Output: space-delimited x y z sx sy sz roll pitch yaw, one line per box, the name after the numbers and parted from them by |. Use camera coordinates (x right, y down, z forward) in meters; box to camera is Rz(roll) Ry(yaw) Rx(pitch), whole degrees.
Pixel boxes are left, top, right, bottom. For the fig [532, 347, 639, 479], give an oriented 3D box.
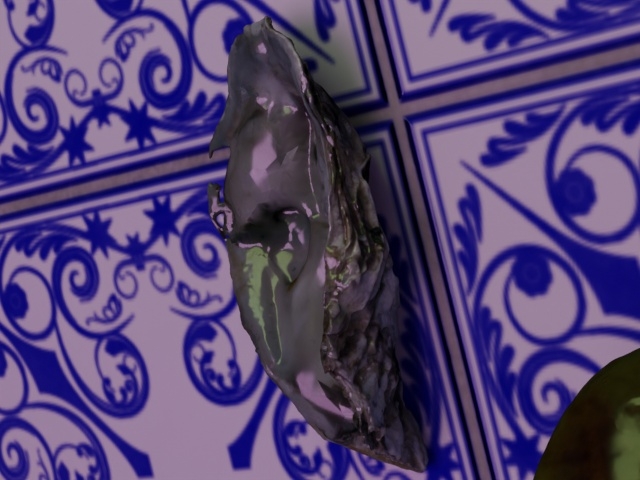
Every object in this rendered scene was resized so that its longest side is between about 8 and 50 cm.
0.212 0.160 0.913 0.203 0.203 0.225 12 148 37 | fig

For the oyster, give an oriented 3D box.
-0.003 0.001 1.095 0.252 0.087 0.199 52 138 27 | oyster
